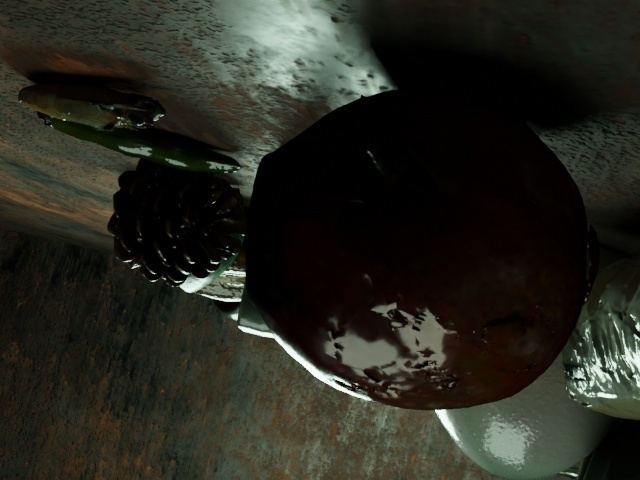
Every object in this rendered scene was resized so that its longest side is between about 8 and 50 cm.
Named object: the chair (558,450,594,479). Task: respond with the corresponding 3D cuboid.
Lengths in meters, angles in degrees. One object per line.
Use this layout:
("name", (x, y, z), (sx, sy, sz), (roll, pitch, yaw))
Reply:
("chair", (0.623, 0.382, 1.665), (0.365, 0.409, 0.362), (12, 167, -2))

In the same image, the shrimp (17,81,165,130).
("shrimp", (-0.258, -0.157, 1.004), (0.251, 0.052, 0.144), (18, -175, 38))

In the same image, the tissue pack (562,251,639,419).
("tissue pack", (0.479, 0.090, 0.891), (0.376, 0.195, 0.390), (-6, 171, -3))

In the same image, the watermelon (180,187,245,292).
("watermelon", (-0.196, -0.013, 1.431), (0.136, 0.202, 0.207), (-6, 157, -6))

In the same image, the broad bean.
("broad bean", (-0.251, -0.134, 1.132), (0.298, 0.043, 0.060), (16, -178, -1))

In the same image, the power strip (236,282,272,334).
("power strip", (-0.031, 0.029, 1.174), (0.141, 0.229, 0.261), (14, 171, 0))

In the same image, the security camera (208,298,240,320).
("security camera", (-0.088, 0.098, 1.882), (0.277, 0.196, 0.191), (13, -177, -38))

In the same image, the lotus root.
("lotus root", (-0.217, 0.006, 1.599), (0.291, 0.193, 0.193), (13, 171, -6))

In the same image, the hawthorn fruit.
("hawthorn fruit", (0.077, 0.009, 0.727), (0.316, 0.315, 0.316), (15, 171, 2))

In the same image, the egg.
("egg", (0.300, 0.181, 1.239), (0.355, 0.339, 0.354), (14, 170, 3))

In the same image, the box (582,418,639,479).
("box", (0.521, 0.253, 1.069), (0.373, 0.090, 0.367), (-32, 178, 30))

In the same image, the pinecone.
("pinecone", (-0.200, -0.029, 1.213), (0.208, 0.207, 0.208), (15, 171, 2))
